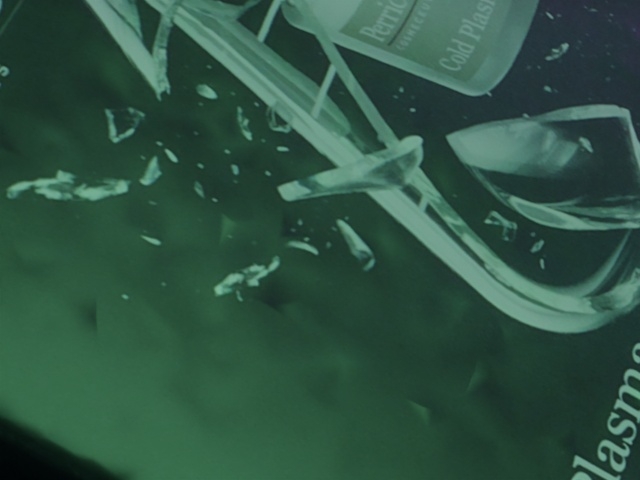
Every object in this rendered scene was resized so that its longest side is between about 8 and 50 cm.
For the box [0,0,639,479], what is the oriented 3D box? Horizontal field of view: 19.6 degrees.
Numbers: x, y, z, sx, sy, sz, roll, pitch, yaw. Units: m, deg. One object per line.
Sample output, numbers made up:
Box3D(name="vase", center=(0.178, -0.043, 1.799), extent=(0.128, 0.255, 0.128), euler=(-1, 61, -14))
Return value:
Box3D(name="box", center=(0.000, 0.000, 0.992), extent=(0.472, 0.297, 0.480), euler=(28, 60, -5))
